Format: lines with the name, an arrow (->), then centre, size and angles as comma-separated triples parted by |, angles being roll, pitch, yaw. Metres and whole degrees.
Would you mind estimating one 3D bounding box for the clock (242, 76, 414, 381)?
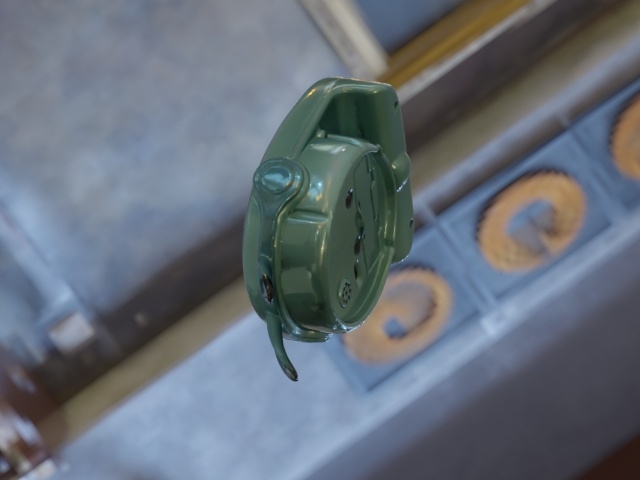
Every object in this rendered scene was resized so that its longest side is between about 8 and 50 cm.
clock -> -0.001, 0.000, 0.922 | 0.147, 0.045, 0.108 | -58, 147, -45
